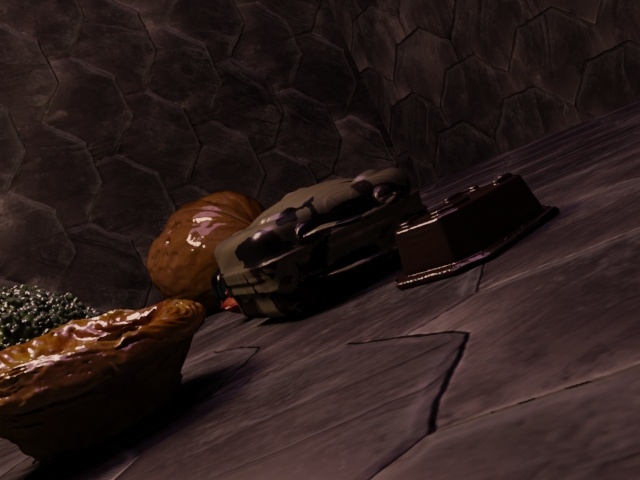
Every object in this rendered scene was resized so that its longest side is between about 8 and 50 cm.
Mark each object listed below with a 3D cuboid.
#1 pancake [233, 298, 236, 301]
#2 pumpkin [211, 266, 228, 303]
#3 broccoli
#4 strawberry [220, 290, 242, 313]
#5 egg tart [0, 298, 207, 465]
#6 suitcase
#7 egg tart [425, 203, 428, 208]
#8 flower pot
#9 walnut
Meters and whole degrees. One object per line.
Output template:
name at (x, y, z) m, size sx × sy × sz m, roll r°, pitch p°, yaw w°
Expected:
pancake at (-0.091, 0.076, 1.469) m, size 0.191 × 0.020 × 0.184 m, roll 2°, pitch 43°, yaw 17°
pumpkin at (-0.176, 0.086, 1.803) m, size 0.194 × 0.149 × 0.194 m, roll -3°, pitch 6°, yaw 0°
broccoli at (-0.621, 0.246, 1.522) m, size 0.348 × 0.280 × 0.293 m, roll 16°, pitch 20°, yaw 7°
strawberry at (-0.122, 0.103, 1.568) m, size 0.208 × 0.087 × 0.167 m, roll -40°, pitch 22°, yaw -21°
egg tart at (-0.299, 0.182, 0.954) m, size 0.352 × 0.149 × 0.352 m, roll -20°, pitch 6°, yaw 2°
suitcase at (0.015, -0.007, 1.284) m, size 0.352 × 0.193 × 0.339 m, roll -27°, pitch 6°, yaw -26°
egg tart at (0.118, -0.018, 1.676) m, size 0.279 × 0.094 × 0.279 m, roll -20°, pitch 5°, yaw 2°
flower pot at (0.206, -0.024, 1.045) m, size 0.251 × 0.084 × 0.179 m, roll -28°, pitch 4°, yaw -40°
walnut at (-0.296, 0.037, 2.074) m, size 0.398 × 0.308 × 0.353 m, roll -22°, pitch 37°, yaw 46°
